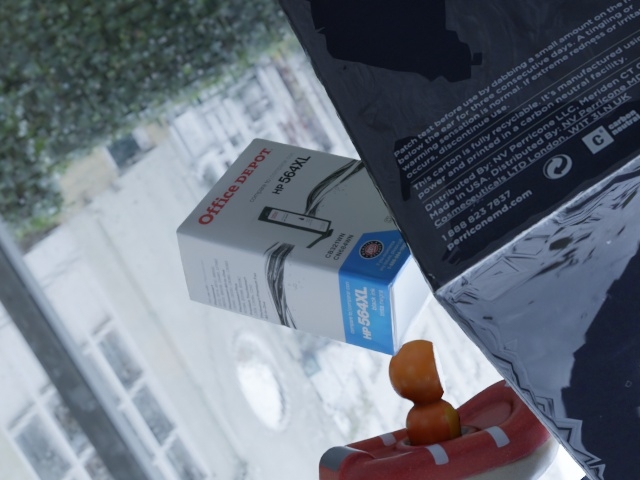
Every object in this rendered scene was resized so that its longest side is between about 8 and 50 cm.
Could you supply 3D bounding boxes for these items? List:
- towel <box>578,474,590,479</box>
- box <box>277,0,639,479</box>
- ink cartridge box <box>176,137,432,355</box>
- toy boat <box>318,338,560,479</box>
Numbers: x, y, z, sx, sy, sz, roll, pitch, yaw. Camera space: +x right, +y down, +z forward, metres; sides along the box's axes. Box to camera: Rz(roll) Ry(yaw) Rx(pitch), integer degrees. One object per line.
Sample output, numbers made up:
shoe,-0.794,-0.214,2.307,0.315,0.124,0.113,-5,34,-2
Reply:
towel,0.223,0.283,0.950,0.209,0.034,0.285,-49,-163,38
box,0.163,-0.020,0.724,0.179,0.343,0.312,-34,-141,10
ink cartridge box,0.000,0.000,1.053,0.203,0.086,0.148,14,-136,23
toy boat,0.105,0.165,1.129,0.231,0.151,0.151,-13,-179,-21
